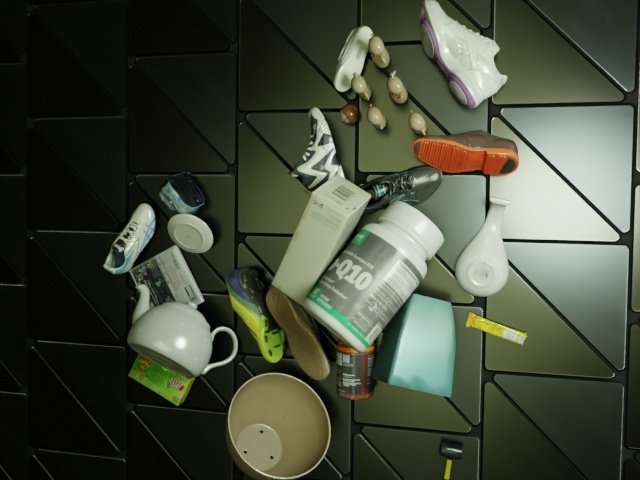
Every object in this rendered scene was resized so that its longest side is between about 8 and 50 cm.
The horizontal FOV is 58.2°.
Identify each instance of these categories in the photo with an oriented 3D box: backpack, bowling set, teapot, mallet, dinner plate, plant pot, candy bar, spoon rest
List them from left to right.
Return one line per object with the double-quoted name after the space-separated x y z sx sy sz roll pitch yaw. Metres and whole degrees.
-0.401 0.263 1.636 0.252 0.256 0.187 9 59 32 "teapot"
-0.399 -0.129 1.665 0.084 0.105 0.114 -39 86 34 "backpack"
-0.381 -0.016 1.668 0.141 0.017 0.141 9 129 12 "dinner plate"
-0.139 0.534 1.568 0.284 0.284 0.191 40 135 8 "plant pot"
0.142 -0.361 1.507 0.200 0.154 0.287 -32 85 12 "bowling set"
0.252 0.264 1.489 0.165 0.166 0.234 15 79 -8 "plant pot"
0.353 0.641 1.562 0.062 0.039 0.189 1 97 10 "mallet"
0.440 0.018 1.505 0.137 0.084 0.276 15 108 13 "spoon rest"
0.468 0.237 1.527 0.161 0.018 0.040 19 100 11 "candy bar"

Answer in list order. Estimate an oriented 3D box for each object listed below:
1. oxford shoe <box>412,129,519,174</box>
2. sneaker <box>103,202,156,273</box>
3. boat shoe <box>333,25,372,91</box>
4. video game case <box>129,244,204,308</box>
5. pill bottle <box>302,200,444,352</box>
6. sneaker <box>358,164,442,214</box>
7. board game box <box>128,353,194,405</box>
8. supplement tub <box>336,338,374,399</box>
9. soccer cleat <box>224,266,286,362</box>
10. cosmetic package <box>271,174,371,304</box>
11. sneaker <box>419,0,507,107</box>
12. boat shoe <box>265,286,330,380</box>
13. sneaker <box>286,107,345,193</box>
0.375 -0.238 1.495 0.271 0.097 0.098 11 52 4 "oxford shoe"
-0.567 -0.002 1.714 0.085 0.086 0.237 30 97 11 "sneaker"
0.078 -0.496 1.566 0.063 0.066 0.184 31 105 55 "boat shoe"
-0.462 0.136 1.728 0.173 0.022 0.190 -28 87 12 "video game case"
0.138 0.088 1.465 0.204 0.204 0.361 38 80 9 "pill bottle"
0.197 -0.130 1.530 0.267 0.106 0.101 -21 85 11 "sneaker"
-0.477 0.408 1.730 0.181 0.043 0.092 28 97 10 "board game box"
0.096 0.326 1.568 0.106 0.106 0.198 1 92 12 "supplement tub"
-0.188 0.214 1.651 0.121 0.093 0.289 -21 92 43 "soccer cleat"
0.000 0.000 1.493 0.113 0.160 0.309 34 123 10 "cosmetic package"
0.365 -0.500 1.491 0.152 0.114 0.305 -31 90 -2 "sneaker"
-0.047 0.249 1.603 0.103 0.092 0.285 -39 80 34 "boat shoe"
-0.033 -0.235 1.581 0.153 0.094 0.235 -18 98 4 "sneaker"
